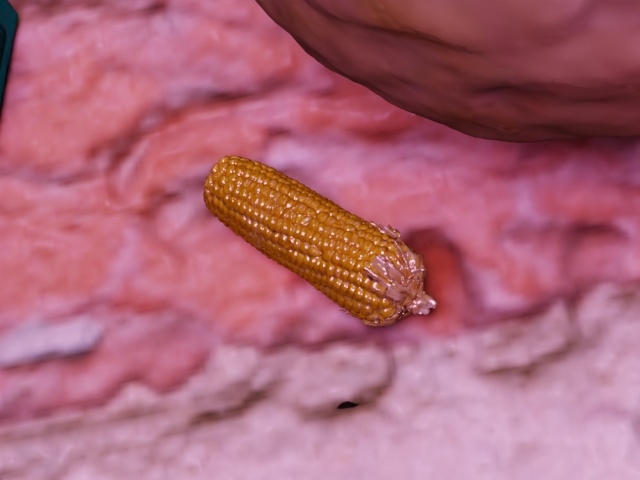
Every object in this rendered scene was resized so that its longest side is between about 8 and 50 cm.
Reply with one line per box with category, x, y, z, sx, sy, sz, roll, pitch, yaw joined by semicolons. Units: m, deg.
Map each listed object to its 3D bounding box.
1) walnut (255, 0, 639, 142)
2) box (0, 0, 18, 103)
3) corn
walnut;0.065;-0.149;0.488;0.248;0.248;0.248;-4;70;10
box;-0.195;0.020;0.579;0.161;0.042;0.226;2;71;13
corn;0.000;0.000;0.556;0.083;0.028;0.027;32;58;20
